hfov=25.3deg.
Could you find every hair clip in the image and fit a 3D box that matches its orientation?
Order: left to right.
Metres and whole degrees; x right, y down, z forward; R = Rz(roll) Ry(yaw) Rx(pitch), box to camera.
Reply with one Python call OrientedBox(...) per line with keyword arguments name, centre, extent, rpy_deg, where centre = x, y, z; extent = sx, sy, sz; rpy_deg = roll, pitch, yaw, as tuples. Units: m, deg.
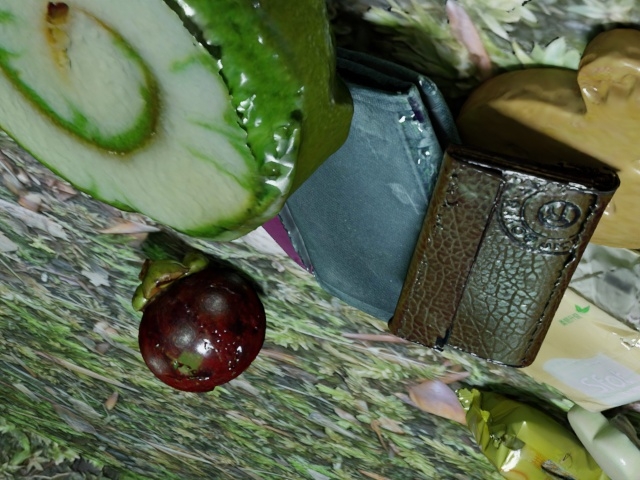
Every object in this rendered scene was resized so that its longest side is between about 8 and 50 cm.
OrientedBox(name="hair clip", centre=(0.371, 0.260, 1.612), extent=(0.218, 0.071, 0.159), rpy_deg=(38, 169, 16))

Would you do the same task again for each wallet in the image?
OrientedBox(name="wallet", centre=(0.043, -0.045, 1.235), extent=(0.237, 0.075, 0.342), rpy_deg=(17, 149, 36))
OrientedBox(name="wallet", centre=(0.138, 0.019, 1.137), extent=(0.133, 0.039, 0.243), rpy_deg=(14, 141, 0))

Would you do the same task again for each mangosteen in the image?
OrientedBox(name="mangosteen", centre=(-0.154, 0.092, 1.723), extent=(0.180, 0.166, 0.166), rpy_deg=(56, 151, -8))

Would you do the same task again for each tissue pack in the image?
OrientedBox(name="tissue pack", centre=(0.252, 0.080, 1.333), extent=(0.186, 0.090, 0.222), rpy_deg=(31, 157, -9))

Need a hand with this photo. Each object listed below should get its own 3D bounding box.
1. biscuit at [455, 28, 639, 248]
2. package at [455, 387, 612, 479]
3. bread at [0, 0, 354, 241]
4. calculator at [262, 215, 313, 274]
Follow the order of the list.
OrientedBox(name="biscuit", centre=(0.253, -0.057, 1.074), extent=(0.355, 0.052, 0.275), rpy_deg=(1, 148, 44))
OrientedBox(name="package", centre=(0.264, 0.258, 1.705), extent=(0.226, 0.090, 0.168), rpy_deg=(35, -176, -13))
OrientedBox(name="bread", centre=(-0.153, -0.167, 1.066), extent=(0.382, 0.129, 0.366), rpy_deg=(40, 153, 0))
OrientedBox(name="calculator", centre=(0.000, 0.000, 1.497), extent=(0.127, 0.034, 0.190), rpy_deg=(3, 149, 47))
